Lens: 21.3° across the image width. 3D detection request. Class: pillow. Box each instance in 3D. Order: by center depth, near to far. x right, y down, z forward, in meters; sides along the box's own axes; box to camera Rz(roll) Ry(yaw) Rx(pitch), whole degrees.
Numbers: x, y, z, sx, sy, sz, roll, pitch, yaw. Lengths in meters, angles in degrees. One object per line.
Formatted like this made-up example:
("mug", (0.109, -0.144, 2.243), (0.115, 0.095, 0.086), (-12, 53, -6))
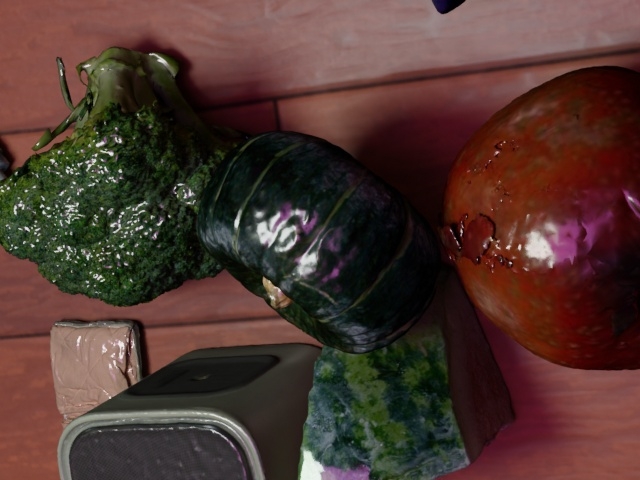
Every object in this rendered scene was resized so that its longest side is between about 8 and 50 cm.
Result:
("pillow", (-0.260, 0.207, 2.037), (0.126, 0.043, 0.232), (0, 105, 29))

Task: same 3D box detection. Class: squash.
("squash", (0.000, 0.000, 1.665), (0.252, 0.252, 0.165), (36, 87, 12))

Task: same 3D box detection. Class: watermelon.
("watermelon", (0.074, 0.174, 1.803), (0.193, 0.310, 0.232), (-20, 132, 26))

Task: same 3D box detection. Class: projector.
("projector", (-0.110, 0.267, 1.868), (0.248, 0.249, 0.249), (-5, 100, 25))

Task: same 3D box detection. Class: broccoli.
("broccoli", (-0.216, -0.069, 1.845), (0.321, 0.304, 0.283), (-19, 64, 24))

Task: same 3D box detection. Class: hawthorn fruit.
("hawthorn fruit", (0.269, -0.014, 1.617), (0.316, 0.316, 0.316), (6, 105, 22))

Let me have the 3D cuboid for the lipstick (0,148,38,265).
("lipstick", (-0.394, -0.072, 2.014), (0.068, 0.061, 0.274), (-42, 83, 24))

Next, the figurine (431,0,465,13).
("figurine", (0.076, -0.435, 1.681), (0.193, 0.154, 0.421), (-5, 112, 60))
